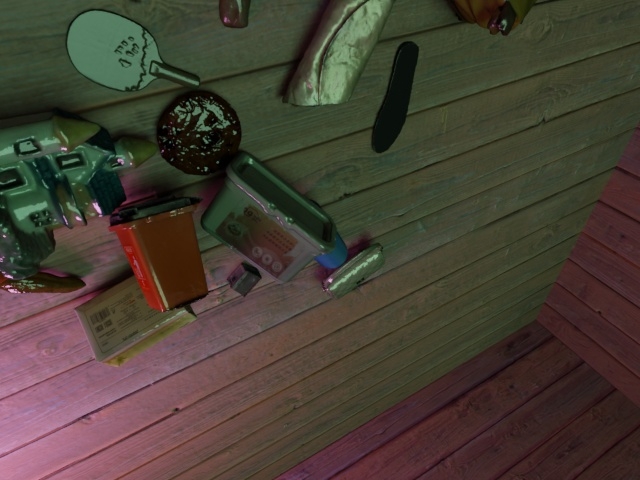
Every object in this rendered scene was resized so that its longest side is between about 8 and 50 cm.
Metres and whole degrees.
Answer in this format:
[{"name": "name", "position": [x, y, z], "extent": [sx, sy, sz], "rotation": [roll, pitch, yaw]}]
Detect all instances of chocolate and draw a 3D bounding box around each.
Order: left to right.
[{"name": "chocolate", "position": [-0.163, -0.462, 0.780], "extent": [0.064, 0.031, 0.101], "rotation": [-6, 130, -27]}]

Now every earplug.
[{"name": "earplug", "position": [0.000, 0.000, 1.238], "extent": [0.132, 0.132, 0.273], "rotation": [-41, 142, 1]}]

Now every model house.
[{"name": "model house", "position": [-0.455, -0.120, 0.749], "extent": [0.324, 0.194, 0.267], "rotation": [-22, 136, -24]}]

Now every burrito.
[{"name": "burrito", "position": [0.037, -0.422, 0.910], "extent": [0.143, 0.105, 0.299], "rotation": [15, 117, -32]}]

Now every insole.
[{"name": "insole", "position": [0.208, -0.389, 1.131], "extent": [0.110, 0.012, 0.310], "rotation": [-13, 132, -26]}]

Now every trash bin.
[{"name": "trash bin", "position": [-0.339, 0.024, 0.909], "extent": [0.184, 0.161, 0.239], "rotation": [-24, 104, -36]}]

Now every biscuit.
[{"name": "biscuit", "position": [-0.264, -0.232, 0.893], "extent": [0.192, 0.049, 0.192], "rotation": [-17, 131, -21]}]

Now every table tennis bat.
[{"name": "table tennis bat", "position": [-0.344, -0.338, 0.765], "extent": [0.234, 0.022, 0.131], "rotation": [10, 118, -39]}]

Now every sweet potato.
[{"name": "sweet potato", "position": [-0.625, 0.094, 0.906], "extent": [0.182, 0.053, 0.054], "rotation": [12, 112, -42]}]

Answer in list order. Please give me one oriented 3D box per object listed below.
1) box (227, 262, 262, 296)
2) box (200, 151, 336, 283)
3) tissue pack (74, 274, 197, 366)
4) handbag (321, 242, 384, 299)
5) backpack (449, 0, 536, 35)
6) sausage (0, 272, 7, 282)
[{"name": "box", "position": [-0.230, 0.115, 1.215], "extent": [0.085, 0.060, 0.063], "rotation": [-46, 131, 7]}, {"name": "box", "position": [-0.132, -0.042, 0.998], "extent": [0.311, 0.175, 0.182], "rotation": [37, 114, -15]}, {"name": "tissue pack", "position": [-0.457, 0.184, 1.014], "extent": [0.234, 0.159, 0.125], "rotation": [-32, 162, -11]}, {"name": "handbag", "position": [0.116, 0.103, 1.394], "extent": [0.256, 0.079, 0.219], "rotation": [-36, 161, -5]}, {"name": "backpack", "position": [0.417, -0.671, 0.900], "extent": [0.378, 0.201, 0.354], "rotation": [15, 111, -47]}, {"name": "sausage", "position": [-0.697, 0.038, 0.779], "extent": [0.179, 0.089, 0.089], "rotation": [19, 113, -42]}]
